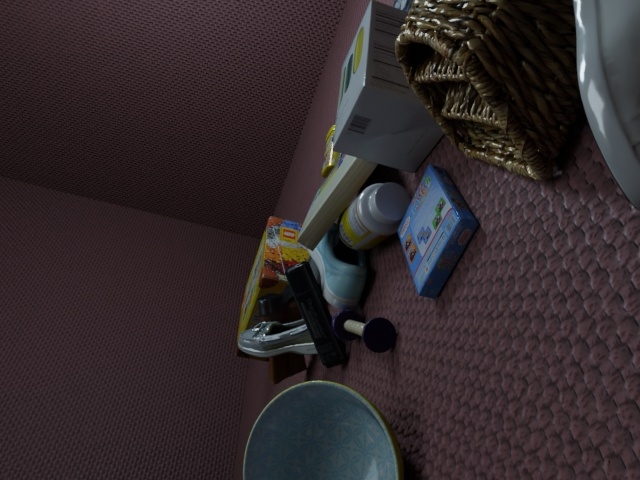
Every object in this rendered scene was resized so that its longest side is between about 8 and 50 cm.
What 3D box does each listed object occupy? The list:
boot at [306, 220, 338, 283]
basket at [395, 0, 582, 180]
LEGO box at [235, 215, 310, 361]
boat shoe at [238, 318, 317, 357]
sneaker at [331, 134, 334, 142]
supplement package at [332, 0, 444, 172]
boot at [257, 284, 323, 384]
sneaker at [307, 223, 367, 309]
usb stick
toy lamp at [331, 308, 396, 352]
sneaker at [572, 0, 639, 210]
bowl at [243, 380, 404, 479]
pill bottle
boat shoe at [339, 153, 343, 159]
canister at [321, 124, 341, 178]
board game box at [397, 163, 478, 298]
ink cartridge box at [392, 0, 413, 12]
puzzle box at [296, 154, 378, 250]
[{"bbox_3d":[-0.010,0.031,1.611,0.190,0.076,0.208,10,80,65],"label":"boot"},{"bbox_3d":[0.206,-0.233,0.693,0.299,0.214,0.223,-109,36,-69],"label":"basket"},{"bbox_3d":[-0.201,0.214,2.103,0.372,0.193,0.500,-91,19,-50],"label":"LEGO box"},{"bbox_3d":[-0.098,0.257,1.381,0.118,0.321,0.103,-26,-75,-56],"label":"boat shoe"},{"bbox_3d":[0.102,-0.410,1.436,0.283,0.122,0.110,-56,8,4],"label":"sneaker"},{"bbox_3d":[0.156,-0.326,1.065,0.199,0.198,0.262,122,159,-57],"label":"supplement package"},{"bbox_3d":[-0.067,0.285,1.574,0.096,0.264,0.280,0,104,43],"label":"boot"},{"bbox_3d":[0.057,0.016,1.328,0.366,0.135,0.150,-112,37,-52],"label":"sneaker"},{"bbox_3d":[-0.012,0.186,1.258,0.045,0.077,0.278,-15,-98,-62],"label":"usb stick"},{"bbox_3d":[0.082,0.196,1.104,0.275,0.080,0.080,156,127,-76],"label":"toy lamp"},{"bbox_3d":[0.306,-0.174,0.442,0.123,0.106,0.290,-14,73,46],"label":"sneaker"},{"bbox_3d":[0.025,0.400,0.867,0.156,0.290,0.289,35,-117,-58],"label":"bowl"},{"bbox_3d":[0.121,-0.055,1.114,0.215,0.117,0.117,138,144,-69],"label":"pill bottle"},{"bbox_3d":[0.083,-0.256,1.692,0.038,0.046,0.125,-99,22,-61],"label":"boat shoe"},{"bbox_3d":[0.055,-0.325,1.839,0.126,0.073,0.169,134,147,-68],"label":"canister"},{"bbox_3d":[0.202,-0.023,0.896,0.211,0.039,0.160,-96,23,-57],"label":"board game box"},{"bbox_3d":[0.235,-0.564,1.311,0.332,0.065,0.165,-92,20,-49],"label":"ink cartridge box"},{"bbox_3d":[0.059,-0.162,1.325,0.272,0.052,0.409,-54,8,23],"label":"puzzle box"}]
